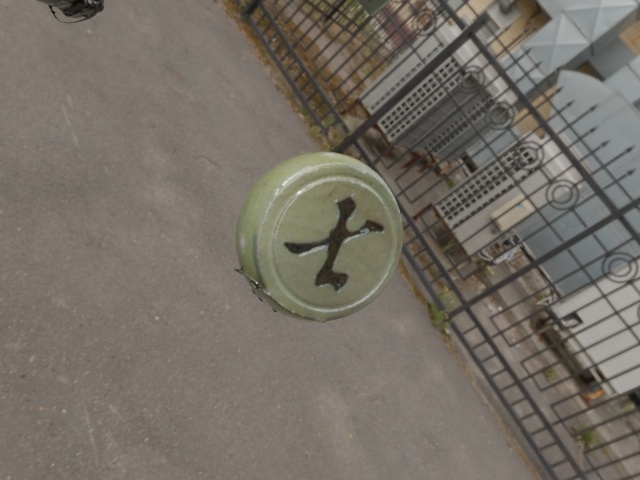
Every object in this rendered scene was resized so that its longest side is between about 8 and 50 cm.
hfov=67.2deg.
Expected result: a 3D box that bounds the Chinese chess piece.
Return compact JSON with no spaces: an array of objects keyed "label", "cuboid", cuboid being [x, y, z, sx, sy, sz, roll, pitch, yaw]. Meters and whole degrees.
[{"label":"Chinese chess piece","cuboid":[0.000,0.000,0.646,0.238,0.238,0.092,38,-4,-26]}]

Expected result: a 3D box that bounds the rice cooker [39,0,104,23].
[{"label":"rice cooker","cuboid":[-0.439,-0.482,0.819,0.118,0.142,0.203,-29,114,-63]}]

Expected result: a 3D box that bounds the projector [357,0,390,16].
[{"label":"projector","cuboid":[0.110,-0.397,0.659,0.061,0.115,0.147,39,57,-21]}]
